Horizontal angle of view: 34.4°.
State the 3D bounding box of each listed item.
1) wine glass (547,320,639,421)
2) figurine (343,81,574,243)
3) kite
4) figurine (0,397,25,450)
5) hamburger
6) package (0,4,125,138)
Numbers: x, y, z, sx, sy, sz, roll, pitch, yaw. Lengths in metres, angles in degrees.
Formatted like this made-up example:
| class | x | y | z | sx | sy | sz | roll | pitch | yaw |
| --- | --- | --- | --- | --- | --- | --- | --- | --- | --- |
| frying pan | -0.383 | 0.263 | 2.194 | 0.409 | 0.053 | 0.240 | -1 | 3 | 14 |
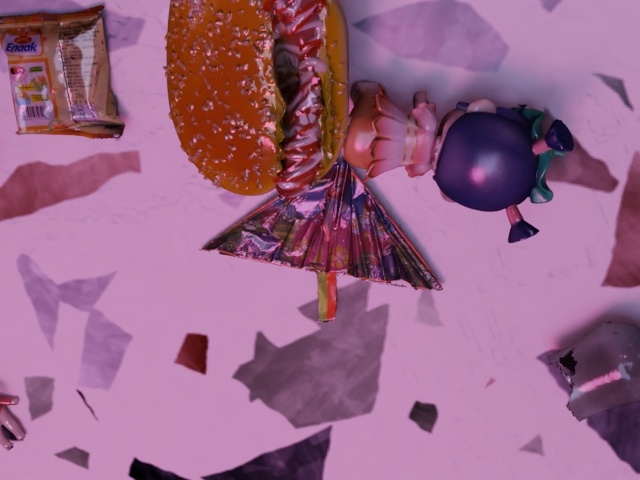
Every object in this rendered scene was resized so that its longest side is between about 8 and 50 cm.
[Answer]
| class | x | y | z | sx | sy | sz | roll | pitch | yaw |
| --- | --- | --- | --- | --- | --- | --- | --- | --- | --- |
| wine glass | 0.310 | 0.096 | 0.953 | 0.195 | 0.079 | 0.079 | -30 | 107 | 19 |
| figurine | 0.111 | -0.072 | 0.891 | 0.195 | 0.102 | 0.111 | 8 | 120 | 4 |
| kite | 0.000 | 0.000 | 0.994 | 0.241 | 0.014 | 0.183 | 5 | 119 | 7 |
| figurine | -0.362 | 0.185 | 1.128 | 0.064 | 0.047 | 0.109 | -35 | 115 | -7 |
| hamburger | -0.054 | -0.141 | 0.858 | 0.173 | 0.116 | 0.210 | 14 | 119 | 27 |
| package | -0.240 | -0.151 | 0.951 | 0.108 | 0.031 | 0.120 | -3 | 110 | 10 |
